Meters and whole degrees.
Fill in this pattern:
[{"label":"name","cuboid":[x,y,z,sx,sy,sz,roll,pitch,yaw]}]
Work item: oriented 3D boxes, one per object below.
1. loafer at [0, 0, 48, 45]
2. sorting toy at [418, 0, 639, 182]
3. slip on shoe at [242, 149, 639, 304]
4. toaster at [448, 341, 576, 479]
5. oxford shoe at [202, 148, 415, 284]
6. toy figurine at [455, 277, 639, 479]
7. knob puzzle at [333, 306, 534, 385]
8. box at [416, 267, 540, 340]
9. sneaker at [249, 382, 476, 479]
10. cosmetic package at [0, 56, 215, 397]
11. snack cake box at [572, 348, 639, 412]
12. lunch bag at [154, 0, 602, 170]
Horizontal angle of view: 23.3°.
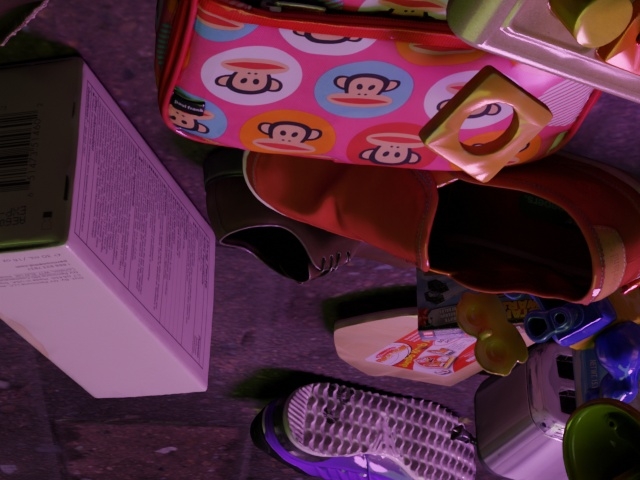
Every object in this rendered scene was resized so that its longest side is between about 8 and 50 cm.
[{"label":"loafer","cuboid":[-0.180,-0.191,0.866,0.133,0.130,0.366,13,152,-25]},{"label":"sorting toy","cuboid":[0.193,-0.153,0.869,0.196,0.047,0.348,15,124,-33]},{"label":"slip on shoe","cuboid":[0.082,-0.029,1.138,0.331,0.101,0.123,16,121,25]},{"label":"toaster","cuboid":[0.268,0.187,1.677,0.226,0.129,0.146,11,149,-18]},{"label":"oxford shoe","cuboid":[0.000,0.000,1.315,0.227,0.096,0.083,13,150,-29]},{"label":"toy figurine","cuboid":[0.246,0.050,1.248,0.191,0.363,0.217,-35,168,24]},{"label":"knob puzzle","cuboid":[0.100,0.096,1.593,0.213,0.030,0.213,0,155,0]},{"label":"box","cuboid":[0.154,0.038,1.396,0.137,0.094,0.027,-5,154,11]},{"label":"sneaker","cuboid":[0.045,0.239,1.830,0.293,0.102,0.146,22,151,-30]},{"label":"cosmetic package","cuboid":[-0.185,0.002,1.244,0.113,0.160,0.309,-5,153,13]},{"label":"snack cake box","cuboid":[0.301,0.119,1.367,0.152,0.264,0.089,-2,154,3]},{"label":"lunch bag","cuboid":[0.050,-0.154,0.974,0.293,0.120,0.258,3,151,-13]}]
